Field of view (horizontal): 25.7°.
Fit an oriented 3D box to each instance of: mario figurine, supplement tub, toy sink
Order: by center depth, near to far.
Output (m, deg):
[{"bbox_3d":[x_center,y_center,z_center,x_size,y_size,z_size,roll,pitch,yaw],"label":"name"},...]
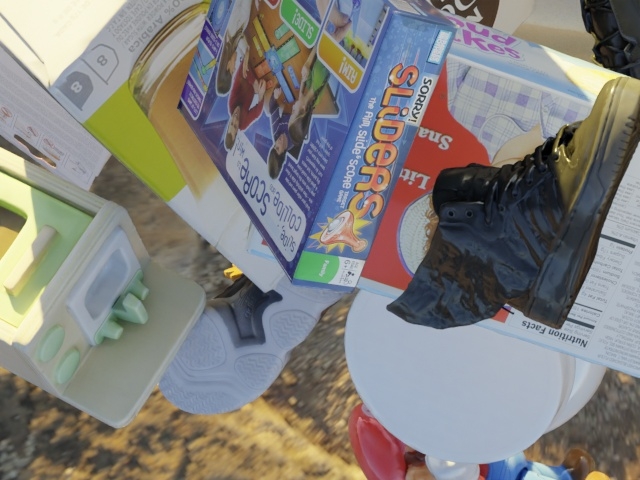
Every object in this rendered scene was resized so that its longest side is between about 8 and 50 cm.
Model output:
[{"bbox_3d":[-0.240,0.035,1.220,0.234,0.131,0.153,27,70,16],"label":"toy sink"},{"bbox_3d":[0.172,0.044,1.283,0.228,0.316,0.228,10,116,22],"label":"supplement tub"},{"bbox_3d":[0.190,0.241,1.664,0.320,0.198,0.170,16,64,-11],"label":"mario figurine"}]

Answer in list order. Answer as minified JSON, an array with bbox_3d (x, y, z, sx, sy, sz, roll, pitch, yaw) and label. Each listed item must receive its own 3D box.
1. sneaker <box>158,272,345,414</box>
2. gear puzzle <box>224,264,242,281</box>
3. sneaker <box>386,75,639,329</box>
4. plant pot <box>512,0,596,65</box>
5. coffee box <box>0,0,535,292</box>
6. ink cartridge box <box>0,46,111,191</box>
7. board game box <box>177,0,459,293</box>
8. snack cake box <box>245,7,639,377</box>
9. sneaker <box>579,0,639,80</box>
[{"bbox_3d":[-0.040,0.053,1.323,0.101,0.153,0.268,44,117,-2],"label":"sneaker"},{"bbox_3d":[0.000,0.000,1.622,0.175,0.339,0.044,-9,101,26],"label":"gear puzzle"},{"bbox_3d":[0.092,-0.016,0.675,0.089,0.051,0.170,24,131,15],"label":"sneaker"},{"bbox_3d":[0.287,-0.327,1.785,0.274,0.256,0.256,20,96,-10],"label":"plant pot"},{"bbox_3d":[-0.093,-0.230,1.137,0.337,0.334,0.338,-47,52,-3],"label":"coffee box"},{"bbox_3d":[-0.334,-0.162,1.770,0.181,0.224,0.056,37,64,-4],"label":"ink cartridge box"},{"bbox_3d":[-0.012,-0.083,0.694,0.035,0.201,0.136,9,115,-27],"label":"board game box"},{"bbox_3d":[0.105,-0.034,0.820,0.264,0.089,0.152,18,115,-8],"label":"snack cake box"},{"bbox_3d":[0.249,-0.179,1.069,0.286,0.109,0.130,44,90,-18],"label":"sneaker"}]
